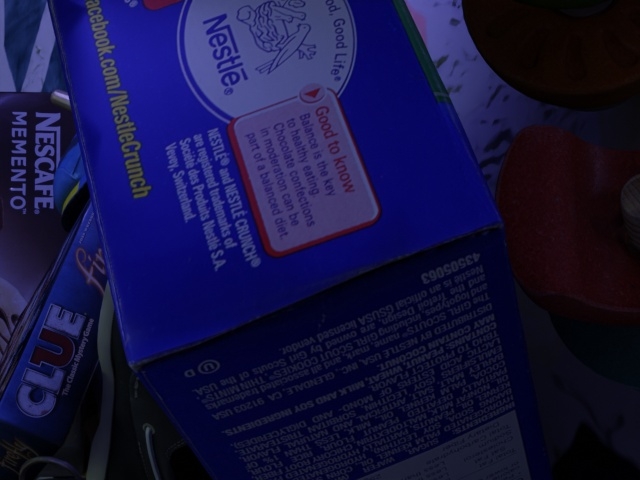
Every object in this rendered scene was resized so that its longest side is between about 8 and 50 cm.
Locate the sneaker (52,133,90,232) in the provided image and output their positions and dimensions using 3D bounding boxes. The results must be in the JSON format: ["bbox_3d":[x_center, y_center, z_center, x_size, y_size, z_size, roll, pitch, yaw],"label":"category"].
[{"bbox_3d":[-0.134,-0.090,0.985,0.209,0.069,0.082,-41,49,34],"label":"sneaker"}]

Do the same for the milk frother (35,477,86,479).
[{"bbox_3d":[-0.166,0.238,0.961,0.143,0.129,0.134,-8,70,12],"label":"milk frother"}]

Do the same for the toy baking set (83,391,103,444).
[{"bbox_3d":[-0.074,0.128,0.844,0.197,0.030,0.256,-44,66,31],"label":"toy baking set"}]

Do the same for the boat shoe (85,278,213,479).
[{"bbox_3d":[-0.080,0.077,0.761,0.079,0.084,0.233,19,119,21],"label":"boat shoe"}]

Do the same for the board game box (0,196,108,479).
[{"bbox_3d":[-0.180,0.083,0.856,0.243,0.042,0.165,-46,22,57],"label":"board game box"}]

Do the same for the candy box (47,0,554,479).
[{"bbox_3d":[0.000,0.000,0.560,0.317,0.122,0.268,69,-178,-55],"label":"candy box"}]

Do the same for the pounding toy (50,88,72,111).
[{"bbox_3d":[-0.077,-0.076,0.843,0.100,0.141,0.130,-58,38,32],"label":"pounding toy"}]

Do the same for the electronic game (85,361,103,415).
[{"bbox_3d":[-0.105,0.061,0.936,0.229,0.048,0.229,-5,83,51],"label":"electronic game"}]

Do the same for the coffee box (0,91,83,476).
[{"bbox_3d":[-0.275,0.035,1.076,0.119,0.168,0.297,113,155,-68],"label":"coffee box"}]

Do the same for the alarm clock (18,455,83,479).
[{"bbox_3d":[-0.106,0.191,0.757,0.129,0.192,0.064,-22,25,31],"label":"alarm clock"}]

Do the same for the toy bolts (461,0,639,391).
[{"bbox_3d":[0.158,-0.049,0.523,0.218,0.158,0.228,0,67,17],"label":"toy bolts"}]
